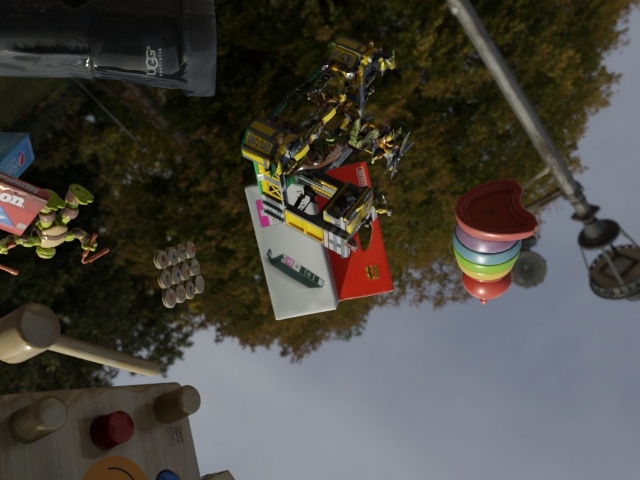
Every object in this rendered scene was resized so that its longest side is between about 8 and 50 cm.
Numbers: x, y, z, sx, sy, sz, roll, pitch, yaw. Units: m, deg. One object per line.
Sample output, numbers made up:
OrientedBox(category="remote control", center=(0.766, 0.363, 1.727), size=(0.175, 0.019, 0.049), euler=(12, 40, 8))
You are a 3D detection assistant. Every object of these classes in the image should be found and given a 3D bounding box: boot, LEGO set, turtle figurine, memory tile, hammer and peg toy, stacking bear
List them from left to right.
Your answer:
OrientedBox(category="boot", center=(-0.359, -0.309, 0.716), size=(0.445, 0.146, 0.367), euler=(-1, -141, -12))
OrientedBox(category="turtle figurine", center=(-0.579, -0.029, 1.306), size=(0.217, 0.269, 0.087), euler=(-52, -123, 34))
OrientedBox(category="hammer and peg toy", center=(-0.241, 0.239, 0.675), size=(0.127, 0.266, 0.361), euler=(-29, -114, 28))
OrientedBox(category="memory tile", center=(-0.272, 0.063, 1.148), size=(0.012, 0.113, 0.148), euler=(-7, -173, 17))
OrientedBox(category="LEGO set", center=(0.048, -0.139, 0.914), size=(0.192, 0.255, 0.331), euler=(28, -127, 19))
OrientedBox(category="stacking bear", center=(0.394, 0.027, 1.385), size=(0.164, 0.289, 0.175), euler=(-8, -134, 4))

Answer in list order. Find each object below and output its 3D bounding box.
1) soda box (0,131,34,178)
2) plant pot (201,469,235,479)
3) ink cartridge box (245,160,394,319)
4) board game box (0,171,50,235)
OrientedBox(category="soda box", center=(-0.703, -0.163, 1.285), size=(0.071, 0.067, 0.210), euler=(2, -147, -2))
OrientedBox(category="plant pot", center=(-0.242, 0.578, 1.325), size=(0.109, 0.096, 0.109), euler=(-23, 168, 28))
OrientedBox(category="ink cartridge box", center=(0.000, 0.000, 1.163), size=(0.239, 0.275, 0.060), euler=(-12, -175, 10))
OrientedBox(category="board game box", center=(-0.681, -0.104, 1.117), size=(0.145, 0.281, 0.027), euler=(-36, -137, 34))
